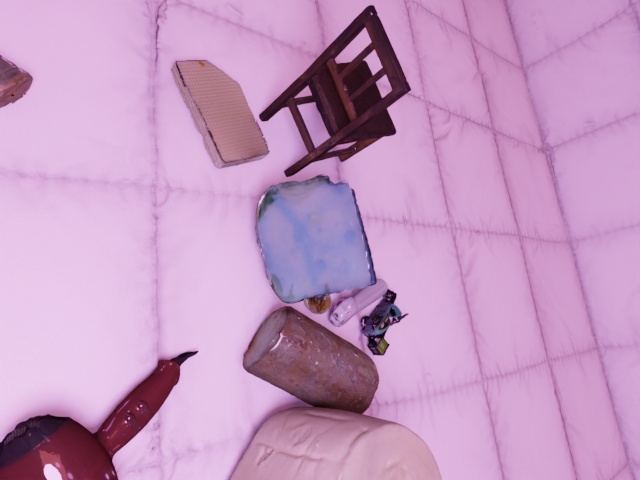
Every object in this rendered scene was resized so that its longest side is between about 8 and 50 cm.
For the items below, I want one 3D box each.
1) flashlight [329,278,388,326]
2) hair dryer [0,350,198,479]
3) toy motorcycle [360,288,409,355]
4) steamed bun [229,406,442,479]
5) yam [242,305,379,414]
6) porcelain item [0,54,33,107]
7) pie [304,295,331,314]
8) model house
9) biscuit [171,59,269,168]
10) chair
[{"bbox_3d":[0.098,0.150,1.051,0.200,0.093,0.047,-27,61,-40],"label":"flashlight"},{"bbox_3d":[-0.293,0.333,0.687,0.313,0.123,0.340,62,37,-18],"label":"hair dryer"},{"bbox_3d":[0.169,0.210,1.110,0.100,0.058,0.173,55,50,-19],"label":"toy motorcycle"},{"bbox_3d":[0.014,0.523,0.670,0.290,0.371,0.456,42,57,-22],"label":"steamed bun"},{"bbox_3d":[-0.021,0.254,0.874,0.268,0.161,0.161,36,56,-25],"label":"yam"},{"bbox_3d":[-0.590,-0.319,0.673,0.215,0.069,0.081,45,56,-19],"label":"porcelain item"},{"bbox_3d":[-0.006,0.141,1.017,0.085,0.017,0.085,13,67,-35],"label":"pie"},{"bbox_3d":[0.000,0.000,0.988,0.241,0.225,0.261,16,61,-76],"label":"model house"},{"bbox_3d":[-0.230,-0.294,0.966,0.150,0.052,0.252,-28,95,-45],"label":"biscuit"},{"bbox_3d":[0.079,-0.331,0.984,0.240,0.416,0.203,-22,89,-41],"label":"chair"}]
